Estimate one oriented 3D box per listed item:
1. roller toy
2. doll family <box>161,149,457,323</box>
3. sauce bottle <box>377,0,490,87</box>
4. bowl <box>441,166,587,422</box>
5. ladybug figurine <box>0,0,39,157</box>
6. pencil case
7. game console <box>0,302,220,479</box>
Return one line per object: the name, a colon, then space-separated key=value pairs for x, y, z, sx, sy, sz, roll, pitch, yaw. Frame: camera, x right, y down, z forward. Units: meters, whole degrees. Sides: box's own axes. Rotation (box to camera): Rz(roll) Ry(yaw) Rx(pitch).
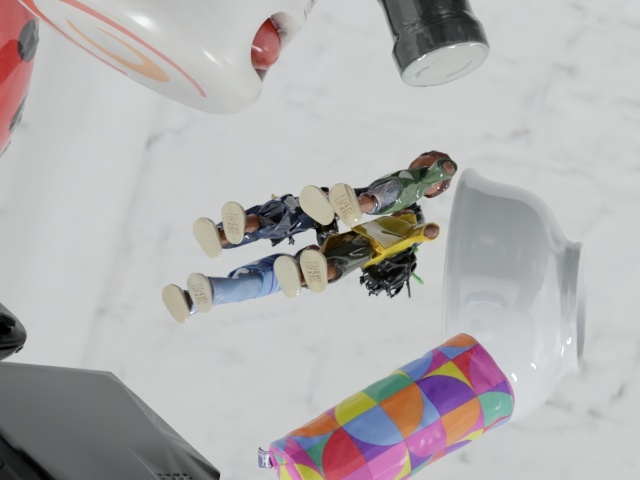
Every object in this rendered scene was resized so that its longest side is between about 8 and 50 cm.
roller toy: x=-0.090 y=-0.181 z=1.111 sx=0.209 sy=0.146 sz=0.191 roll=37 pitch=170 yaw=-40
doll family: x=0.000 y=0.000 z=0.969 sx=0.193 sy=0.076 sz=0.111 roll=-7 pitch=-171 yaw=42
sauce bottle: x=0.045 y=-0.282 z=1.358 sx=0.111 sy=0.111 sz=0.344 roll=-1 pitch=-113 yaw=-44
bowl: x=0.218 y=0.070 z=1.942 sx=0.134 sy=0.297 sz=0.298 roll=2 pitch=-166 yaw=13
ladybug figurine: x=-0.390 y=-0.181 z=1.804 sx=0.162 sy=0.449 sz=0.305 roll=1 pitch=-113 yaw=-23
pencil case: x=0.062 y=0.177 z=1.631 sx=0.236 sy=0.104 sz=0.104 roll=-28 pitch=-144 yaw=-16
game console: x=-0.233 y=0.060 z=1.131 sx=0.361 sy=0.044 sz=0.213 roll=38 pitch=-170 yaw=24
